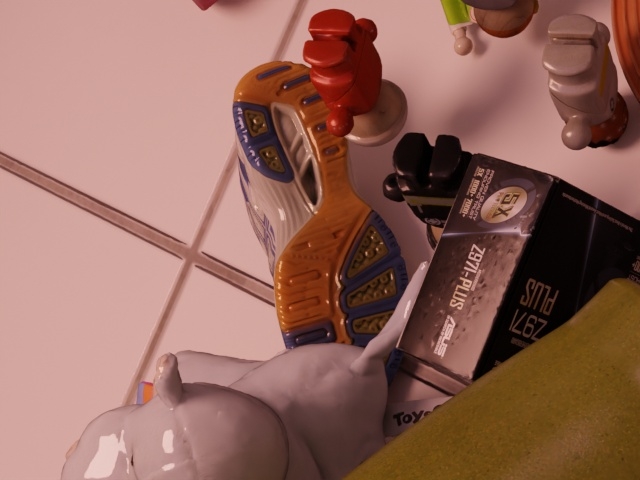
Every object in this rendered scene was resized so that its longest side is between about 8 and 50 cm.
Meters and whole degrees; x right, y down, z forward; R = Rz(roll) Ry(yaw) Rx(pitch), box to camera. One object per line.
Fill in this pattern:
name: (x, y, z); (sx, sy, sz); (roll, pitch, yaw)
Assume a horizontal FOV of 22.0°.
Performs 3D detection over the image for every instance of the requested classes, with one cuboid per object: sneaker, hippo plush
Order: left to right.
hippo plush: (-0.049, 0.183, 1.197); (0.294, 0.236, 0.234); (-21, 88, 30)
sneaker: (0.000, 0.000, 1.380); (0.112, 0.131, 0.296); (-11, 79, -8)

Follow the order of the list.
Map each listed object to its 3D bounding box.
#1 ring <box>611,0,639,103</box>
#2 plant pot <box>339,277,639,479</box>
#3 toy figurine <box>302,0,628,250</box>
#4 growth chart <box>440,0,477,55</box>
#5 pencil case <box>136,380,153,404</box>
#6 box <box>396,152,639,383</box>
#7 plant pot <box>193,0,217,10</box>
ring: (0.357, -0.204, 1.163); (0.336, 0.032, 0.336); (-16, 65, 37)
plant pot: (0.156, 0.226, 0.996); (0.353, 0.366, 0.366); (-48, 47, 2)
toy figurine: (0.114, -0.114, 1.246); (0.209, 0.148, 0.213); (-38, 58, -1)
growth chart: (0.178, -0.283, 1.368); (0.237, 0.021, 0.172); (-38, 52, 24)
pencil case: (-0.127, 0.234, 1.396); (0.104, 0.104, 0.236); (-5, 70, 42)
box: (0.159, 0.040, 1.146); (0.077, 0.180, 0.147); (22, 89, 46)
plant pot: (-0.112, -0.348, 1.556); (0.180, 0.201, 0.201); (-42, 48, 2)
